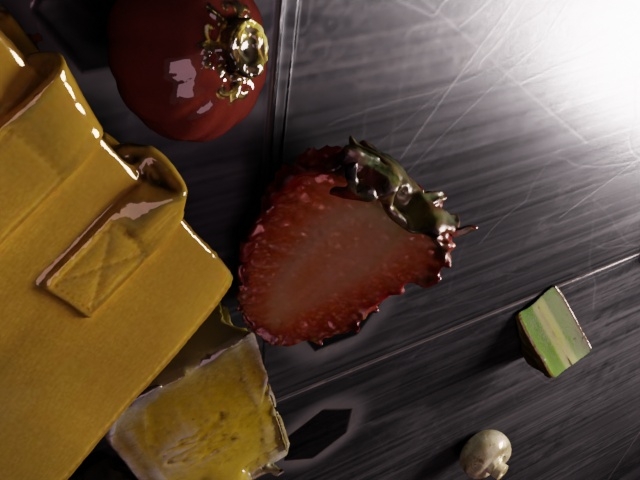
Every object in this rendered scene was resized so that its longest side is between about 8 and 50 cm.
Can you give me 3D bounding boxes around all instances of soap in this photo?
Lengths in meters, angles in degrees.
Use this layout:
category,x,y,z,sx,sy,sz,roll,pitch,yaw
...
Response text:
category,x,y,z,sx,sy,sz,roll,pitch,yaw
soap,-0.111,0.151,0.678,0.135,0.076,0.233,-29,141,-15

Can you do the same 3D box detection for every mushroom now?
category,x,y,z,sx,sy,sz,roll,pitch,yaw
mushroom,0.251,0.323,1.165,0.083,0.067,0.083,-29,142,-25

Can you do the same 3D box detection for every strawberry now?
category,x,y,z,sx,sy,sz,roll,pitch,yaw
strawberry,0.001,-0.005,0.622,0.208,0.087,0.167,-31,129,32

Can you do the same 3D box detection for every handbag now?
category,x,y,z,sx,sy,sz,roll,pitch,yaw
handbag,-0.227,0.001,0.388,0.283,0.133,0.401,-41,144,-5

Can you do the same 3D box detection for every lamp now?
category,x,y,z,sx,sy,sz,roll,pitch,yaw
lamp,-0.073,-0.105,0.433,0.101,0.090,0.101,-12,105,-55

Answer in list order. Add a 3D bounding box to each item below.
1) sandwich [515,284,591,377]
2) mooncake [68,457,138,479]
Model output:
category,x,y,z,sx,sy,sz,roll,pitch,yaw
sandwich,0.290,0.110,1.031,0.074,0.074,0.116,-35,111,-4
mooncake,-0.214,0.268,0.714,0.125,0.073,0.130,-35,141,-3
